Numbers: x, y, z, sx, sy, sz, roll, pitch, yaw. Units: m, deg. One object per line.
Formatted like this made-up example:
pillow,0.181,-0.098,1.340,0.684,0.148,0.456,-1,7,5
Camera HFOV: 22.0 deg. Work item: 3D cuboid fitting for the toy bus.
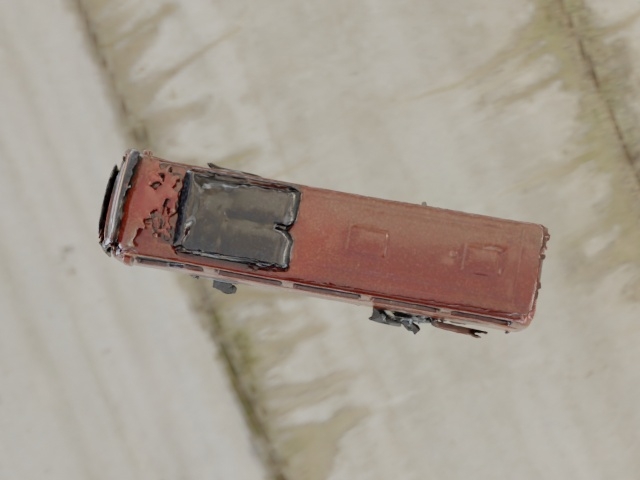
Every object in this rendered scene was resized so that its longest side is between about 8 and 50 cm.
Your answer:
toy bus,0.000,0.000,0.865,0.235,0.096,0.073,10,-97,-1
